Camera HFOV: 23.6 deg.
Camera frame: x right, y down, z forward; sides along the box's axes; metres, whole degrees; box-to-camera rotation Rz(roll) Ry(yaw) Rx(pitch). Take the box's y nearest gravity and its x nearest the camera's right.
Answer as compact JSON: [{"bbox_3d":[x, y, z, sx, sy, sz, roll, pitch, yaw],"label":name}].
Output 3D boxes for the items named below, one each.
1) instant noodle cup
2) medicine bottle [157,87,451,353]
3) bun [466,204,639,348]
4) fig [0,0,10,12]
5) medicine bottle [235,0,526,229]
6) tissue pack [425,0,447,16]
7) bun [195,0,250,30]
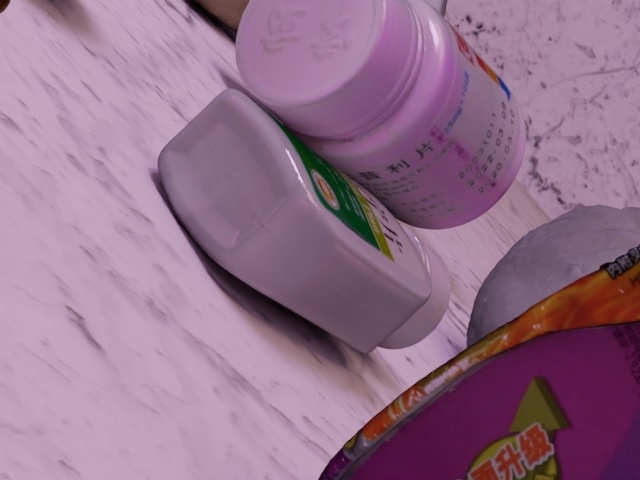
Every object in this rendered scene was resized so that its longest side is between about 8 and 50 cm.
[{"bbox_3d":[0.150,0.114,0.576,0.190,0.251,0.251,60,13,16],"label":"instant noodle cup"},{"bbox_3d":[0.000,0.000,0.809,0.183,0.069,0.119,37,13,-51],"label":"medicine bottle"},{"bbox_3d":[0.271,0.118,1.058,0.354,0.194,0.354,41,5,-4],"label":"bun"},{"bbox_3d":[-0.150,-0.176,0.823,0.124,0.124,0.236,45,34,-16],"label":"fig"},{"bbox_3d":[0.051,-0.114,1.207,0.254,0.152,0.152,31,20,-54],"label":"medicine bottle"},{"bbox_3d":[0.067,-0.293,1.383,0.124,0.271,0.201,9,-3,3],"label":"tissue pack"},{"bbox_3d":[-0.091,-0.283,1.319,0.193,0.128,0.178,49,11,19],"label":"bun"}]
